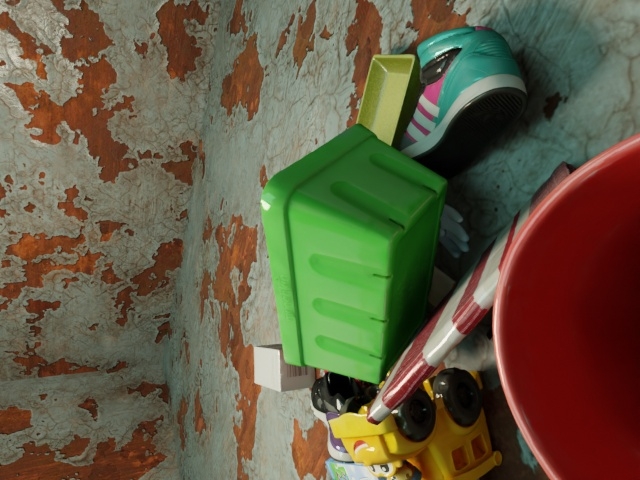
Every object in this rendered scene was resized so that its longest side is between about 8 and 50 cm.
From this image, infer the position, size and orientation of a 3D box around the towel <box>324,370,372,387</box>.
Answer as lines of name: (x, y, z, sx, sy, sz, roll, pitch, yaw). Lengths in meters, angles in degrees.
towel: (0.037, 0.178, 0.944, 0.199, 0.031, 0.275, -11, 85, 63)

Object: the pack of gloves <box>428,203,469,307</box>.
pack of gloves: (0.156, -0.021, 0.709, 0.232, 0.046, 0.195, 45, 147, 34)

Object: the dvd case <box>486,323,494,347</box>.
dvd case: (0.284, 0.167, 0.491, 0.164, 0.018, 0.221, 89, 161, -51)

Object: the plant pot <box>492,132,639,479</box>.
plant pot: (0.301, 0.064, 0.274, 0.275, 0.243, 0.275, -4, 85, 52)

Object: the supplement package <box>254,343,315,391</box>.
supplement package: (-0.101, 0.338, 1.138, 0.179, 0.105, 0.105, -18, 73, 58)

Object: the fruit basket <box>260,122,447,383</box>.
fruit basket: (0.000, 0.000, 0.703, 0.392, 0.283, 0.392, 25, 136, 27)

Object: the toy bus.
toy bus: (0.146, 0.307, 0.599, 0.149, 0.220, 0.211, -35, 65, 49)

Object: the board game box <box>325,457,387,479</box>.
board game box: (0.095, 0.491, 0.791, 0.160, 0.039, 0.211, 65, 149, 14)

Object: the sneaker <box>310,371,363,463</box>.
sneaker: (0.042, 0.303, 0.835, 0.283, 0.107, 0.124, -168, 74, -78)

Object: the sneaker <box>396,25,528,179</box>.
sneaker: (0.184, -0.211, 0.650, 0.295, 0.123, 0.178, 137, 137, -64)

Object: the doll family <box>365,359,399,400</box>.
doll family: (0.138, 0.307, 0.755, 0.111, 0.076, 0.193, -33, 65, 51)

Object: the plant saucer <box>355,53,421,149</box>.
plant saucer: (0.129, -0.248, 0.798, 0.188, 0.045, 0.188, -123, 43, -62)

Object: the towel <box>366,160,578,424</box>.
towel: (0.187, 0.059, 0.494, 0.037, 0.237, 0.329, 39, 119, 14)
